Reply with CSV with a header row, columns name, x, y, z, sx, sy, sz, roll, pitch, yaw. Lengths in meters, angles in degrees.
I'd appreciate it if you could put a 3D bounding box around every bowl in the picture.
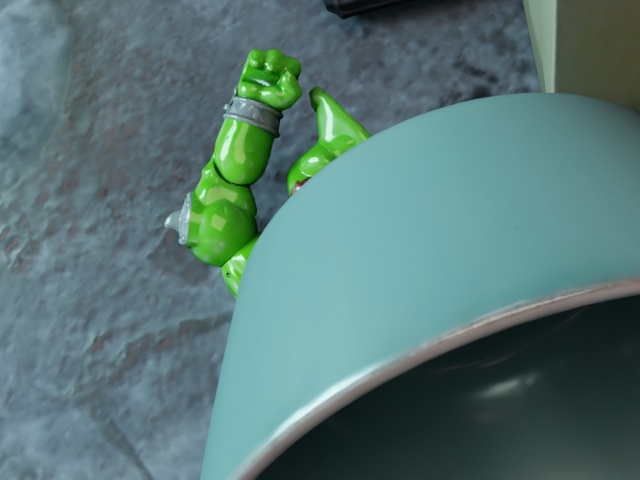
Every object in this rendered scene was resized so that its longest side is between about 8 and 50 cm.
name,x,y,z,sx,sy,sz,roll,pitch,yaw
bowl,0.083,0.056,0.545,0.311,0.312,0.163,-18,50,2

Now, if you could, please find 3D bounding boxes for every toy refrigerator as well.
name,x,y,z,sx,sy,sz,roll,pitch,yaw
toy refrigerator,0.156,-0.166,0.626,0.094,0.269,0.102,-10,65,5

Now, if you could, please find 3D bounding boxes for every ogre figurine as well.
name,x,y,z,sx,sy,sz,roll,pitch,yaw
ogre figurine,0.000,0.000,0.675,0.118,0.097,0.197,-43,111,-3

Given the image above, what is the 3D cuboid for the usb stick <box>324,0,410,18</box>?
name,x,y,z,sx,sy,sz,roll,pitch,yaw
usb stick,0.127,-0.205,0.770,0.277,0.045,0.077,-14,65,4
